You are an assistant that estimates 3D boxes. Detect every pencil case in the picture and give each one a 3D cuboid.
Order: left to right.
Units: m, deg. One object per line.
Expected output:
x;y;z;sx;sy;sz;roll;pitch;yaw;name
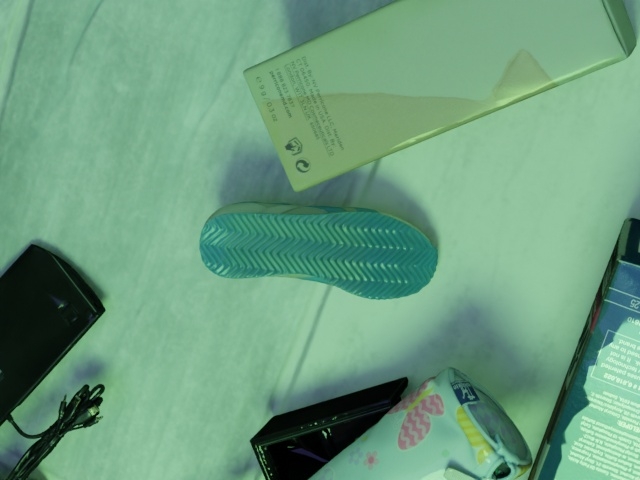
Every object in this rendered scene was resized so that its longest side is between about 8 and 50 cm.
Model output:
0.064;0.238;1.145;0.273;0.113;0.124;-41;46;17;pencil case

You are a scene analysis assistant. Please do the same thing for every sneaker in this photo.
0.000;0.000;1.205;0.229;0.092;0.087;9;103;-4;sneaker

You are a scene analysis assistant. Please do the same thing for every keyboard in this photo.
-0.343;0.173;1.343;0.317;0.033;0.201;-46;69;12;keyboard

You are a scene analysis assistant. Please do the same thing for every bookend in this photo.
0.035;0.238;1.249;0.156;0.072;0.157;-19;96;21;bookend

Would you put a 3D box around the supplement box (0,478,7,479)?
-0.418;0.324;1.402;0.233;0.080;0.078;-13;67;22;supplement box

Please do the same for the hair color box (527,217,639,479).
0.257;0.169;1.106;0.105;0.174;0.347;20;107;12;hair color box

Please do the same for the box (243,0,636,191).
0.108;-0.162;1.099;0.311;0.148;0.121;-21;96;22;box
